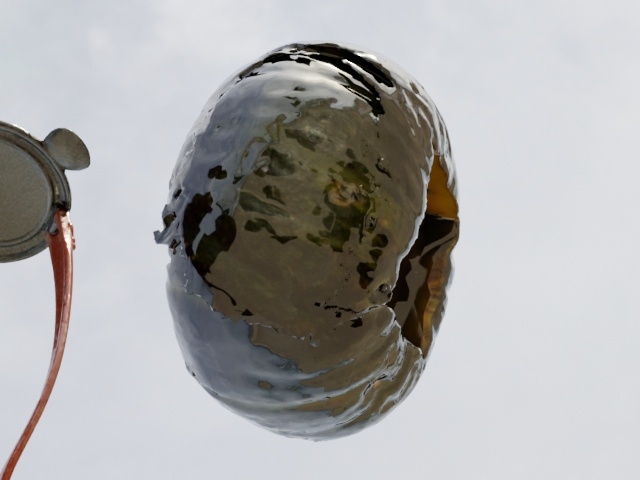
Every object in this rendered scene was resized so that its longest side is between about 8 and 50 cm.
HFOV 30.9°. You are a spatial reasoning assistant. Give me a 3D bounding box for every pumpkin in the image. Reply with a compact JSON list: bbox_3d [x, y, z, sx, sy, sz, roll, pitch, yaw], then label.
[{"bbox_3d":[0.000,0.000,0.917,0.320,0.192,0.320,7,-90,-71],"label":"pumpkin"}]

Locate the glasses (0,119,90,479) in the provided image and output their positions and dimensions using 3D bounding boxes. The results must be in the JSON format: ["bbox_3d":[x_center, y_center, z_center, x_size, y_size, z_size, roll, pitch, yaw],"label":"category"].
[{"bbox_3d":[-0.236,0.009,0.628,0.234,0.268,0.118,19,-64,-28],"label":"glasses"}]
